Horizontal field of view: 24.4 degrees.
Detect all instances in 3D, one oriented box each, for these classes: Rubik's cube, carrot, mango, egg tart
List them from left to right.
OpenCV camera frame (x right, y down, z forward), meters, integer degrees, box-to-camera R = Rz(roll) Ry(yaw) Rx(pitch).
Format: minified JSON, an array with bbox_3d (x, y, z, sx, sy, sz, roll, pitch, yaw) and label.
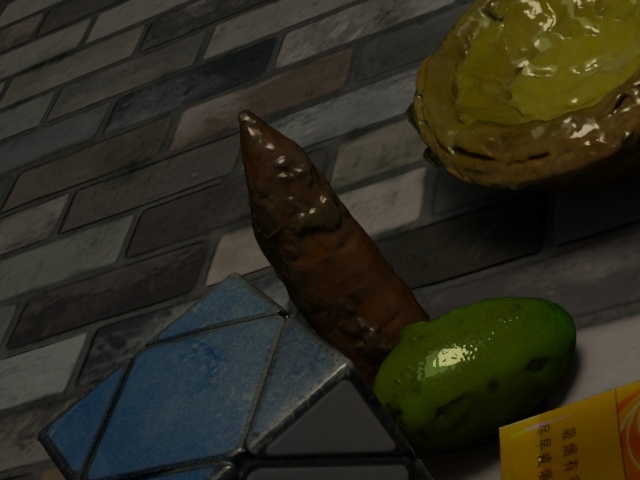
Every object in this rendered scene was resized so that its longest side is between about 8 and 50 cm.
[{"bbox_3d":[-0.051,0.183,1.102,0.205,0.207,0.205,-39,33,-11],"label":"Rubik's cube"},{"bbox_3d":[0.000,0.000,1.259,0.102,0.263,0.102,-26,21,11],"label":"carrot"},{"bbox_3d":[0.119,0.098,1.160,0.178,0.100,0.119,-27,19,-12],"label":"mango"},{"bbox_3d":[0.245,-0.146,1.346,0.345,0.132,0.345,-24,32,16],"label":"egg tart"}]

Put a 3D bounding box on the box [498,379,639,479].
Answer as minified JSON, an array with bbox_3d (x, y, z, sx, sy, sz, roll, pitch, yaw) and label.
[{"bbox_3d":[0.252,0.150,1.020,0.269,0.043,0.152,-21,34,21],"label":"box"}]
